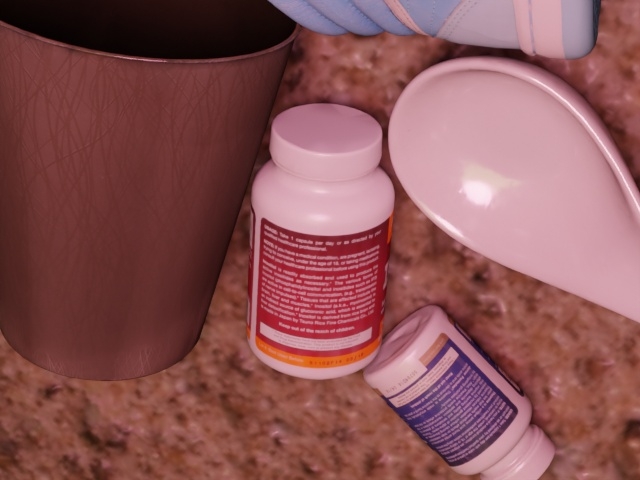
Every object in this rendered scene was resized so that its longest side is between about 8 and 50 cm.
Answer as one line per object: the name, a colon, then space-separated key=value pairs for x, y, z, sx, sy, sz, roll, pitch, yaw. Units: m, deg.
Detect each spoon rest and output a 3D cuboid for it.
spoon rest: x=0.163 y=-0.012 z=0.906 sx=0.276 sy=0.084 sz=0.137 roll=26 pitch=137 yaw=4

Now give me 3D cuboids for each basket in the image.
basket: x=-0.122 y=-0.044 z=0.945 sx=0.204 sy=0.154 sz=0.227 roll=15 pitch=123 yaw=12

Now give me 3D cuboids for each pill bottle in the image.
pill bottle: x=0.000 y=0.000 z=0.965 sx=0.086 sy=0.086 sz=0.152 roll=10 pitch=122 yaw=10
pill bottle: x=0.089 y=0.103 z=1.009 sx=0.067 sy=0.067 sz=0.120 roll=-39 pitch=102 yaw=28

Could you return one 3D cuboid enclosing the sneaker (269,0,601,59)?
sneaker: x=0.025 y=-0.214 z=0.791 sx=0.208 sy=0.127 sz=0.319 roll=1 pitch=136 yaw=17
